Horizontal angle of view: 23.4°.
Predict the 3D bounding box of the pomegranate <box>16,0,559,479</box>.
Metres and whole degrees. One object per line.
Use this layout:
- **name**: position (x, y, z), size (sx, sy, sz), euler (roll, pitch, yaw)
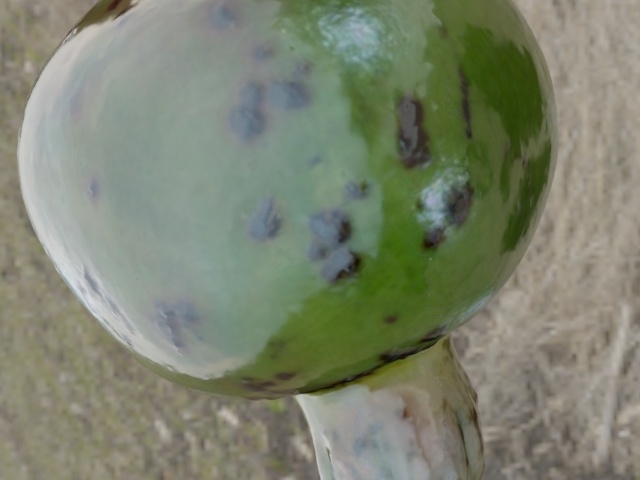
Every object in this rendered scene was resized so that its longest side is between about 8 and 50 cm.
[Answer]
- **pomegranate**: position (-0.005, -0.010, 0.525), size (0.179, 0.179, 0.210), euler (-123, 13, -50)
